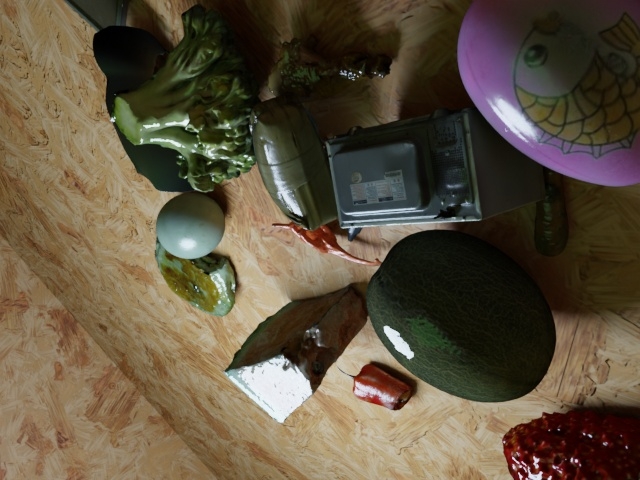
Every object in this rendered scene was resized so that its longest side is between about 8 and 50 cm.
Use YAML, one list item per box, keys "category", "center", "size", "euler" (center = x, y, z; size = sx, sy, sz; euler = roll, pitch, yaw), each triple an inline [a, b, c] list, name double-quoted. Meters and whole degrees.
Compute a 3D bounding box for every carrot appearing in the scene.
- category: "carrot"
  center: [0.317, -0.079, 0.887]
  size: [0.049, 0.049, 0.254]
  euler: [16, 133, 36]

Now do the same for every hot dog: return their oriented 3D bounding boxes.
- category: "hot dog"
  center: [-0.311, -0.261, 1.286]
  size: [0.194, 0.107, 0.325]
  euler: [-7, 104, 4]

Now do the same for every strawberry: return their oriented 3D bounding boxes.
- category: "strawberry"
  center: [0.477, 0.427, 1.088]
  size: [0.292, 0.292, 0.343]
  euler: [54, 163, -13]

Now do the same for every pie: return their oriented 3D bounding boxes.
- category: "pie"
  center: [-0.332, 0.084, 1.715]
  size: [0.303, 0.067, 0.302]
  euler: [28, 143, 24]

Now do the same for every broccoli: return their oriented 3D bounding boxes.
- category: "broccoli"
  center: [-0.218, -0.225, 1.094]
  size: [0.248, 0.246, 0.288]
  euler: [-4, 107, 66]

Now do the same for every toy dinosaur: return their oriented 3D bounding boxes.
- category: "toy dinosaur"
  center: [0.004, -0.005, 1.264]
  size: [0.280, 0.055, 0.101]
  euler: [26, 169, 47]

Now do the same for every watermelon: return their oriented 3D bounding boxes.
- category: "watermelon"
  center: [-0.037, 0.247, 1.412]
  size: [0.302, 0.264, 0.151]
  euler: [-21, 111, 50]

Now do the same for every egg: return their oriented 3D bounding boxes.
- category: "egg"
  center: [0.273, -0.178, 0.696]
  size: [0.271, 0.196, 0.196]
  euler: [31, 147, -8]
- category: "egg"
  center: [-0.297, -0.033, 1.477]
  size: [0.192, 0.149, 0.149]
  euler: [-14, 116, 53]

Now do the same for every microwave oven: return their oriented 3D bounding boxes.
- category: "microwave oven"
  center: [0.148, -0.101, 0.886]
  size: [0.241, 0.194, 0.145]
  euler: [-1, 98, 47]

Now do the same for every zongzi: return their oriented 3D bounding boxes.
- category: "zongzi"
  center: [-0.063, -0.165, 1.089]
  size: [0.256, 0.115, 0.228]
  euler: [-117, 5, -53]

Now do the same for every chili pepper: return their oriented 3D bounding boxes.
- category: "chili pepper"
  center: [0.116, 0.331, 1.497]
  size: [0.192, 0.084, 0.086]
  euler: [23, 108, 26]

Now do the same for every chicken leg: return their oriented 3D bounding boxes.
- category: "chicken leg"
  center: [0.009, -0.263, 0.982]
  size: [0.208, 0.085, 0.101]
  euler: [1, 116, 35]

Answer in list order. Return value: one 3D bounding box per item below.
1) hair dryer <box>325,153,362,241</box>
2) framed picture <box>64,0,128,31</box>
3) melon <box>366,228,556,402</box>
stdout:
- category: "hair dryer"
  center: [0.056, -0.069, 1.170]
  size: [0.173, 0.050, 0.195]
  euler: [45, 150, 5]
- category: "framed picture"
  center: [-0.442, -0.546, 1.196]
  size: [0.247, 0.022, 0.335]
  euler: [42, 146, 4]
- category: "melon"
  center: [0.222, 0.118, 1.017]
  size: [0.302, 0.237, 0.237]
  euler: [35, 145, 5]
